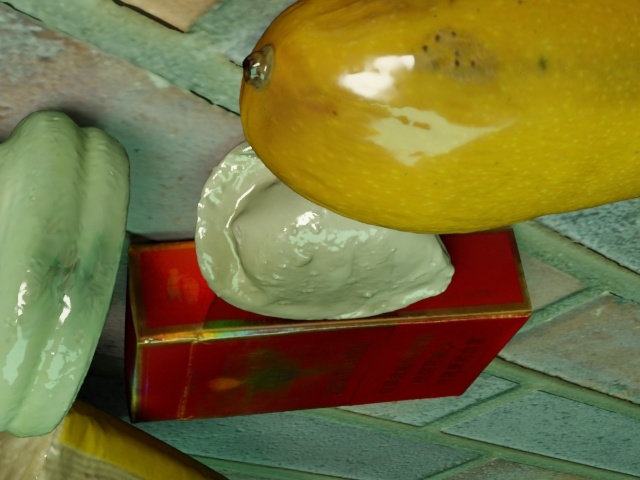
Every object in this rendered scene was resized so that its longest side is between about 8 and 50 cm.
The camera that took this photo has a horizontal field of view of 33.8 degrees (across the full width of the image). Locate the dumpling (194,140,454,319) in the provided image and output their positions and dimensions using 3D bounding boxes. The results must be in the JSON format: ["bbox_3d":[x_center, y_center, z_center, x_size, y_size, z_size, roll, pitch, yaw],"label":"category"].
[{"bbox_3d":[-0.001,0.000,0.744,0.176,0.092,0.150,16,131,-43],"label":"dumpling"}]

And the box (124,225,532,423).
[{"bbox_3d":[-0.006,0.074,0.889,0.313,0.089,0.197,-3,154,-13],"label":"box"}]

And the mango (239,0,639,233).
[{"bbox_3d":[0.123,-0.085,0.591,0.359,0.144,0.187,-5,164,-22],"label":"mango"}]

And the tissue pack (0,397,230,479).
[{"bbox_3d":[-0.262,0.252,0.918,0.293,0.228,0.382,11,160,25],"label":"tissue pack"}]

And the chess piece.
[{"bbox_3d":[-0.273,-0.007,0.576,0.299,0.195,0.194,15,144,-24],"label":"chess piece"}]
